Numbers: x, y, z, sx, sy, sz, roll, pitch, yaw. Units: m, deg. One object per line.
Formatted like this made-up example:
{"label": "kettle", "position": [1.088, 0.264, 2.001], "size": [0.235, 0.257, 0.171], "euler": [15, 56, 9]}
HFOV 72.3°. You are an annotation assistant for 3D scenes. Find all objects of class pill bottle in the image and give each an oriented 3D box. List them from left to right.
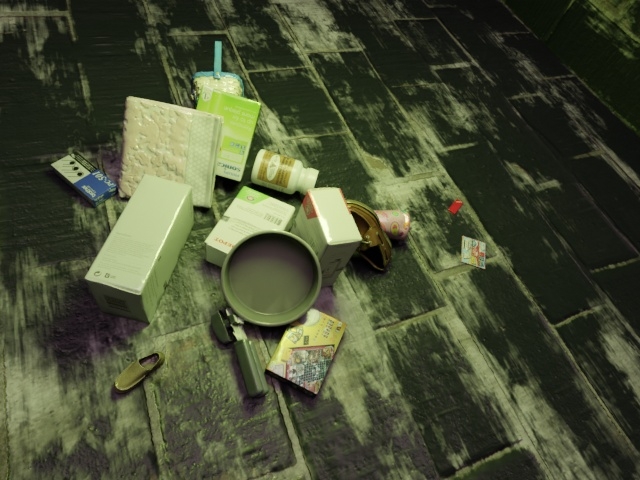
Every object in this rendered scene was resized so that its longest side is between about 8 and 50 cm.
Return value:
{"label": "pill bottle", "position": [-0.130, -0.243, 1.623], "size": [0.230, 0.131, 0.131], "euler": [17, 54, -3]}

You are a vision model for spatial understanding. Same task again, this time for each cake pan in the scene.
{"label": "cake pan", "position": [-0.144, 0.108, 1.298], "size": [0.294, 0.054, 0.292], "euler": [-1, 101, -6]}

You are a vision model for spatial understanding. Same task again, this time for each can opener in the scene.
{"label": "can opener", "position": [-0.229, 0.320, 1.263], "size": [0.093, 0.074, 0.280], "euler": [-33, 63, 7]}

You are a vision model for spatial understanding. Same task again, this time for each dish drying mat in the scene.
{"label": "dish drying mat", "position": [0.559, -0.141, 1.810], "size": [0.032, 0.008, 0.083], "euler": [38, 55, 11]}

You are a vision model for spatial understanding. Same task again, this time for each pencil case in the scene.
{"label": "pencil case", "position": [0.177, -0.068, 1.591], "size": [0.285, 0.124, 0.124], "euler": [5, 55, -10]}

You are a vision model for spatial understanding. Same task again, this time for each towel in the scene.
{"label": "towel", "position": [-0.504, -0.285, 1.472], "size": [0.317, 0.331, 0.053], "euler": [9, 11, -9]}

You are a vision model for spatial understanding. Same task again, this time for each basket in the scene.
{"label": "basket", "position": [-0.402, -0.586, 1.713], "size": [0.201, 0.254, 0.288], "euler": [4, 67, -10]}

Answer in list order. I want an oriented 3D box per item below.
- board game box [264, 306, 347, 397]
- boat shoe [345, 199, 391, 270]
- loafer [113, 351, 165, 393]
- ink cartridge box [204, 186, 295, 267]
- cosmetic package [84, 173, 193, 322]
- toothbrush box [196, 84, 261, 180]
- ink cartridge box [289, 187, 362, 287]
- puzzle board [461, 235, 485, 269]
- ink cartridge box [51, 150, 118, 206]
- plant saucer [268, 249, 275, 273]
{"label": "board game box", "position": [-0.040, 0.322, 1.316], "size": [0.165, 0.042, 0.243], "euler": [26, 54, 4]}
{"label": "boat shoe", "position": [0.156, -0.013, 1.465], "size": [0.307, 0.111, 0.104], "euler": [43, 42, -37]}
{"label": "loafer", "position": [-0.489, 0.346, 1.177], "size": [0.056, 0.050, 0.148], "euler": [40, 56, 14]}
{"label": "ink cartridge box", "position": [-0.231, -0.022, 1.455], "size": [0.199, 0.114, 0.272], "euler": [24, 54, 4]}
{"label": "cosmetic package", "position": [-0.512, 0.020, 1.296], "size": [0.156, 0.217, 0.384], "euler": [16, 56, -3]}
{"label": "toothbrush box", "position": [-0.345, -0.378, 1.559], "size": [0.206, 0.283, 0.122], "euler": [16, 12, -10]}
{"label": "ink cartridge box", "position": [0.000, 0.000, 1.399], "size": [0.117, 0.283, 0.207], "euler": [-7, 59, -24]}
{"label": "puzzle board", "position": [0.591, 0.044, 1.690], "size": [0.097, 0.011, 0.128], "euler": [18, 53, -2]}
{"label": "ink cartridge box", "position": [-0.794, -0.209, 1.479], "size": [0.207, 0.046, 0.097], "euler": [37, 56, 11]}
{"label": "plant saucer", "position": [-0.136, 0.055, 1.402], "size": [0.029, 0.168, 0.168], "euler": [15, 53, 14]}
